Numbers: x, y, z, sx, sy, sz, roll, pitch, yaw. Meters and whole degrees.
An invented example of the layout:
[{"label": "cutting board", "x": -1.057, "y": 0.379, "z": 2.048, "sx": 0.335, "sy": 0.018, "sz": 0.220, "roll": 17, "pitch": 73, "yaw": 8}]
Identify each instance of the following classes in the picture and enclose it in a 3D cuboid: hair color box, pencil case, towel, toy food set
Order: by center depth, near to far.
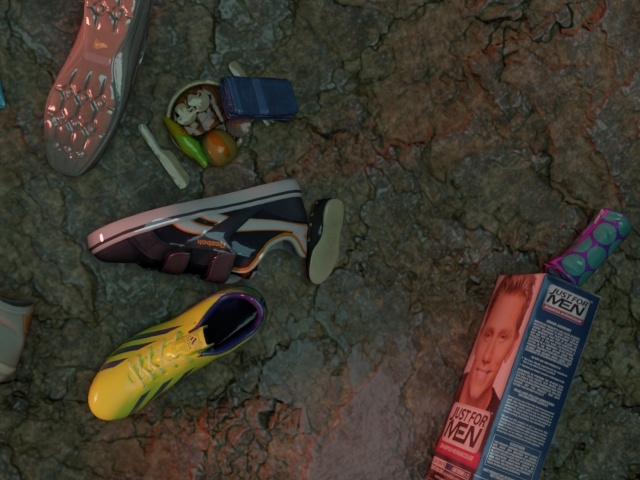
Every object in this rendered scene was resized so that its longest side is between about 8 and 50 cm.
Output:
[{"label": "toy food set", "x": -0.164, "y": -0.177, "z": 1.441, "sx": 0.192, "sy": 0.038, "sz": 0.132, "roll": -39, "pitch": 97, "yaw": -13}, {"label": "towel", "x": -0.093, "y": -0.212, "z": 1.447, "sx": 0.119, "sy": 0.029, "sz": 0.067, "roll": -5, "pitch": 74, "yaw": -35}, {"label": "hair color box", "x": 0.289, "y": 0.227, "z": 1.476, "sx": 0.105, "sy": 0.174, "sz": 0.347, "roll": 24, "pitch": 81, "yaw": -12}, {"label": "pencil case", "x": 0.436, "y": 0.013, "z": 1.582, "sx": 0.152, "sy": 0.064, "sz": 0.070, "roll": -45, "pitch": 115, "yaw": -13}]

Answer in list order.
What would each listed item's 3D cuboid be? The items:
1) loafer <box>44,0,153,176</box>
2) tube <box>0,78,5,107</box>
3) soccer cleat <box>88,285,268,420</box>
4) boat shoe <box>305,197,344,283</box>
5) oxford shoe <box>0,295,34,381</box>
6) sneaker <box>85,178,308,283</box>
[{"label": "loafer", "x": -0.304, "y": -0.245, "z": 1.372, "sx": 0.112, "sy": 0.111, "sz": 0.319, "roll": 22, "pitch": 99, "yaw": 3}, {"label": "tube", "x": -0.487, "y": -0.288, "z": 1.358, "sx": 0.080, "sy": 0.052, "sz": 0.207, "roll": -2, "pitch": 94, "yaw": -6}, {"label": "soccer cleat", "x": -0.203, "y": 0.155, "z": 1.373, "sx": 0.289, "sy": 0.121, "sz": 0.093, "roll": -33, "pitch": 96, "yaw": -14}, {"label": "boat shoe", "x": 0.001, "y": 0.000, "z": 1.479, "sx": 0.049, "sy": 0.042, "sz": 0.133, "roll": 15, "pitch": 84, "yaw": -39}, {"label": "oxford shoe", "x": -0.561, "y": 0.013, "z": 1.263, "sx": 0.449, "sy": 0.169, "sz": 0.130, "roll": 40, "pitch": 81, "yaw": -18}, {"label": "sneaker", "x": -0.164, "y": 0.006, "z": 1.388, "sx": 0.321, "sy": 0.126, "sz": 0.127, "roll": -14, "pitch": 86, "yaw": -17}]
